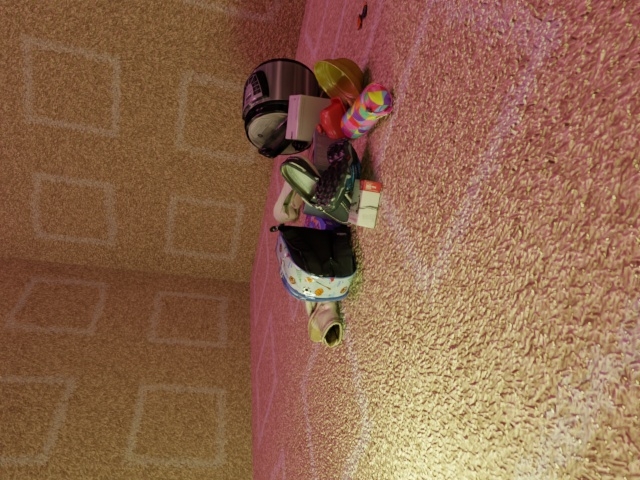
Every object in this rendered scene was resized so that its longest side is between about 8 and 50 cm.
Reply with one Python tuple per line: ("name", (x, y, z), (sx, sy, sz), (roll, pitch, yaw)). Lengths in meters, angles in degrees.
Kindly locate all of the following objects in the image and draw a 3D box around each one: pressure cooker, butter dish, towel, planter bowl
("pressure cooker", (-0.182, -0.617, 2.358), (0.370, 0.376, 0.420), (68, -160, -64))
("butter dish", (0.043, -0.423, 1.753), (0.159, 0.118, 0.160), (66, 174, -17))
("towel", (-0.047, 0.214, 1.825), (0.187, 0.049, 0.282), (-122, 18, -72))
("planter bowl", (0.086, -0.569, 1.701), (0.090, 0.217, 0.217), (-49, 9, -11))

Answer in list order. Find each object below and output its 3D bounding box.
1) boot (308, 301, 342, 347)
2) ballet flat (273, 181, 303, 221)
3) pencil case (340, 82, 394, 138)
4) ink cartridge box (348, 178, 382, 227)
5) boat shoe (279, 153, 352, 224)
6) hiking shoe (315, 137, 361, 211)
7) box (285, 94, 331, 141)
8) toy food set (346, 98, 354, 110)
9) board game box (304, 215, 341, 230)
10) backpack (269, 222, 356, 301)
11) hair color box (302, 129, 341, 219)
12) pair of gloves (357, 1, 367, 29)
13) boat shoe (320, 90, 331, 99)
("boot", (0.016, 0.308, 1.659), (0.165, 0.077, 0.213), (-106, 30, -54))
("ballet flat", (-0.156, -0.194, 2.549), (0.400, 0.139, 0.139), (114, 159, -47))
("pencil case", (0.137, -0.389, 1.484), (0.236, 0.104, 0.104), (160, 116, -75))
("ink cartridge box", (0.131, -0.111, 1.446), (0.099, 0.056, 0.135), (-148, 67, -74))
("boat shoe", (-0.010, -0.151, 1.577), (0.114, 0.302, 0.091), (-53, -6, 36))
("hiking shoe", (0.076, -0.189, 1.506), (0.113, 0.132, 0.304), (-18, 40, 35))
("box", (-0.035, -0.499, 2.007), (0.119, 0.182, 0.181), (24, 110, 60))
("toy food set", (0.112, -0.456, 1.702), (0.082, 0.020, 0.083), (61, 172, -9))
("board game box", (0.000, 0.000, 1.874), (0.347, 0.078, 0.233), (-119, 38, -68))
("backpack", (-0.016, 0.080, 1.555), (0.263, 0.277, 0.213), (-117, 31, -56))
("hair color box", (0.008, -0.254, 1.807), (0.374, 0.114, 0.185), (-89, 13, -58))
("pair of gloves", (0.156, -0.843, 1.822), (0.083, 0.010, 0.074), (129, 148, -60))
("boat shoe", (0.022, -0.572, 2.124), (0.072, 0.068, 0.190), (-93, 13, -80))
